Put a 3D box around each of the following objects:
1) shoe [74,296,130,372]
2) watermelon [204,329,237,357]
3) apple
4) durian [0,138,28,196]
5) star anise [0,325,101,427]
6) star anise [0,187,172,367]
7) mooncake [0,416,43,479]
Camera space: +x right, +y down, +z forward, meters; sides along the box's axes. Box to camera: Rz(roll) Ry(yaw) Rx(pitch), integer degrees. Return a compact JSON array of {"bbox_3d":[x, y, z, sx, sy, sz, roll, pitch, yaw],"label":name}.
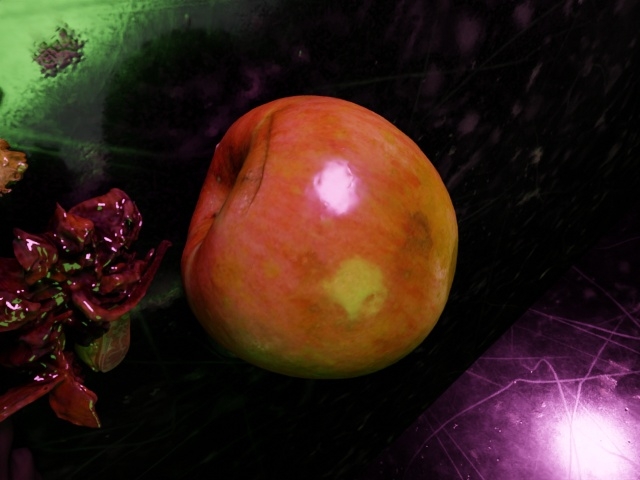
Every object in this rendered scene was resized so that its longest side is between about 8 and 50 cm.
[{"bbox_3d":[-0.299,0.126,0.580,0.072,0.069,0.109,-44,159,-44],"label":"shoe"},{"bbox_3d":[-0.142,0.138,0.695,0.105,0.105,0.133,-37,161,-11],"label":"watermelon"},{"bbox_3d":[0.000,0.000,0.531,0.340,0.339,0.339,-25,138,-25],"label":"apple"},{"bbox_3d":[-0.327,-0.141,0.201,0.163,0.198,0.394,-45,144,-3],"label":"durian"},{"bbox_3d":[-0.369,0.182,0.529,0.144,0.158,0.140,-22,142,11],"label":"star anise"},{"bbox_3d":[-0.272,0.042,0.455,0.220,0.126,0.190,-50,148,-19],"label":"star anise"},{"bbox_3d":[-0.457,0.391,0.473,0.212,0.350,0.380,-6,119,-28],"label":"mooncake"}]
